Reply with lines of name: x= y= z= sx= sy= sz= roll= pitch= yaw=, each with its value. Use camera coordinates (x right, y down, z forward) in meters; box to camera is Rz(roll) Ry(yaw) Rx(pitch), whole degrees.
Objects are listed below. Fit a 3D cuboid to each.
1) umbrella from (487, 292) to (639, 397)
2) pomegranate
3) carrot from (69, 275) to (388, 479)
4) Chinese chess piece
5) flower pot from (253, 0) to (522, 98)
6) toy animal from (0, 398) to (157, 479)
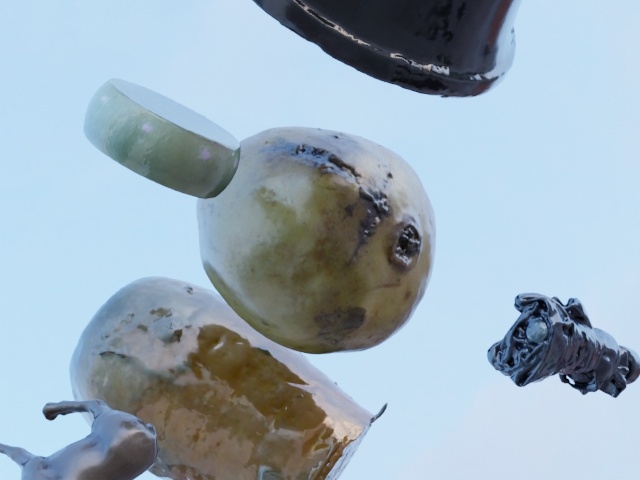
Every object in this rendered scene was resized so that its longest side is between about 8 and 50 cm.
umbrella: x=0.221 y=0.092 z=1.167 sx=0.224 sy=0.071 sz=0.080 roll=18 pitch=-75 yaw=-52
pomegranate: x=0.000 y=0.000 z=1.402 sx=0.260 sy=0.260 sz=0.260 roll=-11 pitch=-42 yaw=-10
carrot: x=-0.122 y=0.192 z=1.562 sx=0.224 sy=0.341 sz=0.224 roll=-54 pitch=-12 yaw=-17
Chinese chess piece: x=-0.142 y=-0.090 z=1.194 sx=0.144 sy=0.144 sz=0.058 roll=19 pitch=-76 yaw=-36
flower pot: x=0.071 y=-0.335 z=1.130 sx=0.379 sy=0.379 sz=0.251 roll=14 pitch=-47 yaw=-33
toy animal: x=-0.225 y=0.205 z=1.087 sx=0.214 sy=0.186 sz=0.093 roll=-29 pitch=-62 yaw=-25
